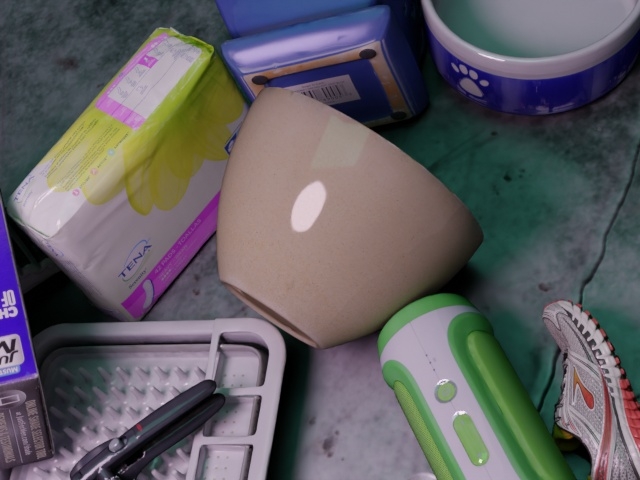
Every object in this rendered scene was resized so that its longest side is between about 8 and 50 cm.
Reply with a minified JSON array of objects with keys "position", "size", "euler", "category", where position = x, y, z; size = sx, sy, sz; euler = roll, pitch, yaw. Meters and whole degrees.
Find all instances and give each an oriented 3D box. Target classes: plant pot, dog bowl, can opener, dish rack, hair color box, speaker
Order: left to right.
[{"position":[-0.375,0.060,1.406],"size":[0.110,0.185,0.339],"euler":[-13,57,-14],"category":"hair color box"},{"position":[-0.196,0.227,1.413],"size":[0.332,0.072,0.286],"euler":[-2,60,19],"category":"dish rack"},{"position":[-0.181,0.205,1.341],"size":[0.186,0.059,0.073],"euler":[-36,53,-2],"category":"can opener"},{"position":[0.000,0.000,1.360],"size":[0.284,0.284,0.191],"euler":[28,78,32],"category":"plant pot"},{"position":[0.003,-0.256,1.547],"size":[0.236,0.236,0.212],"euler":[-11,63,13],"category":"plant pot"},{"position":[0.160,0.196,1.259],"size":[0.131,0.131,0.297],"euler":[-28,54,2],"category":"speaker"},{"position":[0.249,-0.279,1.514],"size":[0.264,0.104,0.265],"euler":[-4,59,7],"category":"dog bowl"}]

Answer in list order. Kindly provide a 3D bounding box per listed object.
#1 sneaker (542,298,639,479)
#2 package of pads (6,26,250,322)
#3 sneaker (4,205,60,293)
[{"position":[0.261,0.156,1.275],"size":[0.092,0.088,0.225],"euler":[-22,54,8],"category":"sneaker"},{"position":[-0.200,-0.074,1.506],"size":[0.101,0.229,0.296],"euler":[29,73,32],"category":"package of pads"},{"position":[-0.422,0.049,1.592],"size":[0.292,0.118,0.110],"euler":[-25,59,-20],"category":"sneaker"}]
